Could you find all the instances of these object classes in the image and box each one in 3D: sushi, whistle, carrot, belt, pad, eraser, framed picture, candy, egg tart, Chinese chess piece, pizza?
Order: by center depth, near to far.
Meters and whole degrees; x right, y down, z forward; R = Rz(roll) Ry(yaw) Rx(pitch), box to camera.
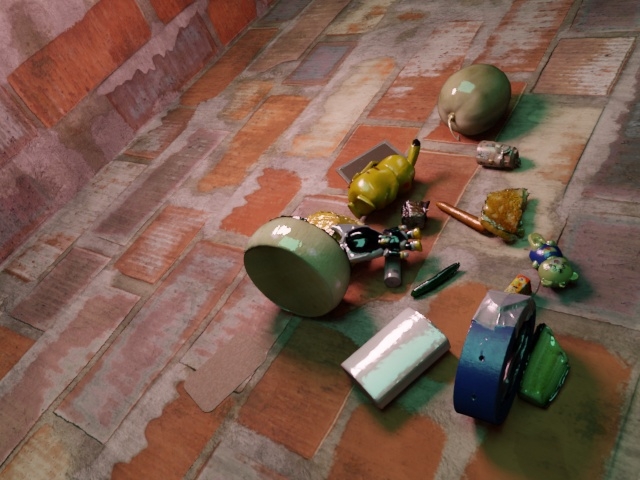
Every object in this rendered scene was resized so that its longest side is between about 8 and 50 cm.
[{"bbox_3d":[0.445,0.289,1.475,0.117,0.212,0.346,9,57,35],"label":"belt"},{"bbox_3d":[0.212,0.327,1.638,0.270,0.094,0.174,-37,43,-14],"label":"eraser"},{"bbox_3d":[0.555,0.160,1.661,0.122,0.062,0.038,-43,44,-19],"label":"candy"},{"bbox_3d":[0.667,0.055,1.696,0.105,0.085,0.227,-11,43,3],"label":"whistle"},{"bbox_3d":[-0.073,0.084,1.833,0.350,0.349,0.146,8,46,32],"label":"Chinese chess piece"},{"bbox_3d":[-0.307,0.419,1.870,0.266,0.002,0.176,-42,44,-17],"label":"pad"},{"bbox_3d":[0.594,-0.093,1.881,0.147,0.069,0.226,17,54,7],"label":"pizza"},{"bbox_3d":[0.480,-0.084,1.962,0.043,0.043,0.248,-38,41,-13],"label":"carrot"},{"bbox_3d":[0.328,-0.087,2.002,0.098,0.094,0.084,2,50,6],"label":"sushi"},{"bbox_3d":[-0.001,0.000,2.047,0.342,0.132,0.341,-15,42,14],"label":"egg tart"},{"bbox_3d":[0.207,-0.302,2.337,0.252,0.014,0.197,-31,42,-5],"label":"framed picture"}]

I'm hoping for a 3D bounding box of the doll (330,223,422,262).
[{"bbox_3d":[0.170,0.004,1.890,0.317,0.103,0.145,-4,76,10],"label":"doll"}]

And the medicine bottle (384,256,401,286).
[{"bbox_3d":[0.240,0.062,1.920,0.058,0.057,0.199,-10,44,17],"label":"medicine bottle"}]

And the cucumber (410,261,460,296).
[{"bbox_3d":[0.362,0.126,1.815,0.184,0.033,0.036,-31,67,-5],"label":"cucumber"}]

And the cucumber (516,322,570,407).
[{"bbox_3d":[0.561,0.324,1.481,0.193,0.115,0.086,-59,8,-26],"label":"cucumber"}]

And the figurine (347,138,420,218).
[{"bbox_3d":[0.229,-0.217,2.125,0.327,0.169,0.218,-34,3,-26],"label":"figurine"}]

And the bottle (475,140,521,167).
[{"bbox_3d":[0.640,-0.305,2.066,0.152,0.098,0.099,17,57,37],"label":"bottle"}]

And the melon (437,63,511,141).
[{"bbox_3d":[0.585,-0.537,2.212,0.308,0.271,0.272,-17,33,-34],"label":"melon"}]
